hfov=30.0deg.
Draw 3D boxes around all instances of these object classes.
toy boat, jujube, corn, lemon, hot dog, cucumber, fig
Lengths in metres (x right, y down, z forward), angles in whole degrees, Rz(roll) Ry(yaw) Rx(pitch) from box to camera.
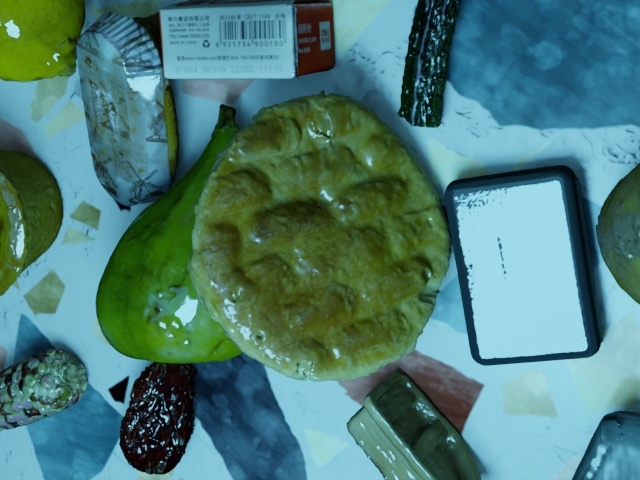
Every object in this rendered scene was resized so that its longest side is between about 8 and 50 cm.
[{"bbox_3d":[0.121,0.261,1.480,0.188,0.116,0.061,49,119,7],"label":"toy boat"},{"bbox_3d":[-0.224,0.240,1.624,0.104,0.104,0.166,11,102,19],"label":"jujube"},{"bbox_3d":[-0.454,0.229,1.721,0.280,0.092,0.092,-22,94,28],"label":"corn"},{"bbox_3d":[-0.398,-0.304,1.508,0.188,0.188,0.257,-38,89,25],"label":"lemon"},{"bbox_3d":[-0.238,-0.158,1.505,0.144,0.075,0.268,29,135,25],"label":"hot dog"},{"bbox_3d":[0.128,-0.227,1.389,0.058,0.058,0.187,14,107,18],"label":"cucumber"},{"bbox_3d":[-0.156,0.012,1.467,0.233,0.233,0.314,17,114,17],"label":"fig"}]

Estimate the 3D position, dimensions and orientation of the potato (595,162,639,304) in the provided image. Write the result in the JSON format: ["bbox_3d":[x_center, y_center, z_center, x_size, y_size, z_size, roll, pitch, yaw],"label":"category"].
[{"bbox_3d":[0.420,-0.010,1.253,0.266,0.229,0.229,-20,95,33],"label":"potato"}]

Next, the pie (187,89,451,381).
[{"bbox_3d":[0.000,0.000,1.387,0.339,0.339,0.083,66,156,-3],"label":"pie"}]

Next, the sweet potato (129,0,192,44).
[{"bbox_3d":[-0.236,-0.259,1.532,0.195,0.056,0.056,-32,90,19],"label":"sweet potato"}]

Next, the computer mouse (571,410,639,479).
[{"bbox_3d":[0.354,0.362,1.408,0.188,0.122,0.371,25,104,11],"label":"computer mouse"}]

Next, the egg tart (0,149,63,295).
[{"bbox_3d":[-0.453,-0.029,1.607,0.215,0.171,0.215,5,104,21],"label":"egg tart"}]

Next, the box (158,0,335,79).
[{"bbox_3d":[-0.085,-0.245,1.429,0.182,0.133,0.099,2,104,23],"label":"box"}]

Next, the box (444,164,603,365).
[{"bbox_3d":[0.240,0.032,1.409,0.160,0.050,0.230,-7,100,21],"label":"box"}]
